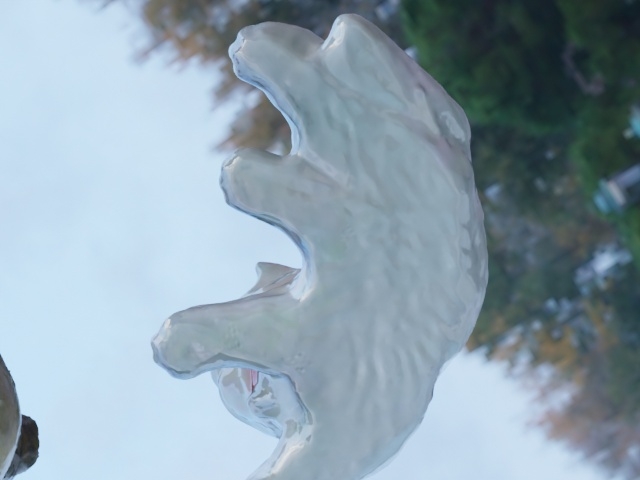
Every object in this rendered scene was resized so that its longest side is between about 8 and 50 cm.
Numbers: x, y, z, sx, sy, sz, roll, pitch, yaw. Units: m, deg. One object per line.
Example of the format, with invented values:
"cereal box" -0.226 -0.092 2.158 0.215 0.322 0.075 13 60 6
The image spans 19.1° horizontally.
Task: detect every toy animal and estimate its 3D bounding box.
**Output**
"toy animal" 0.000 0.000 1.323 0.308 0.266 0.188 62 -168 -6

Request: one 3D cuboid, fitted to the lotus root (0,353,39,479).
"lotus root" -0.305 0.107 1.342 0.303 0.130 0.146 31 -127 -49
